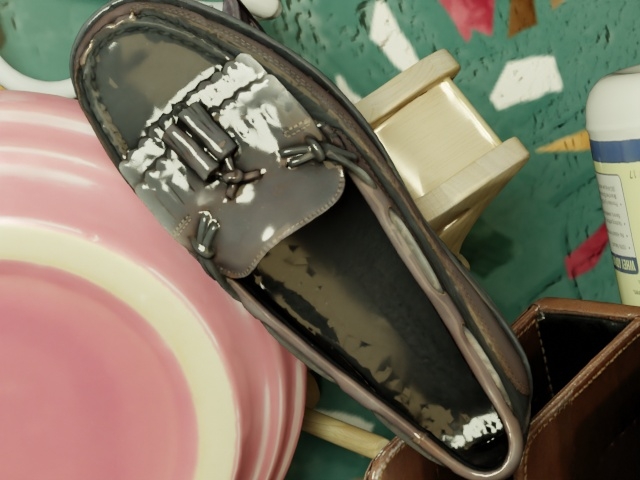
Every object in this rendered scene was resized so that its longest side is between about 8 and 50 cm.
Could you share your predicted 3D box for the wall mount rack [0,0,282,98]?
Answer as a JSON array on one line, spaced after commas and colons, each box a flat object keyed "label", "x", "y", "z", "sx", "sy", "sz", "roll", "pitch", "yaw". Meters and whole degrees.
[{"label": "wall mount rack", "x": -0.141, "y": -0.257, "z": 1.014, "sx": 0.304, "sy": 0.130, "sz": 0.350, "roll": 12, "pitch": 86, "yaw": -39}]

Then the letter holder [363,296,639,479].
[{"label": "letter holder", "x": 0.162, "y": 0.217, "z": 1.061, "sx": 0.214, "sy": 0.152, "sz": 0.302, "roll": -36, "pitch": 121, "yaw": -42}]

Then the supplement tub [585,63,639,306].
[{"label": "supplement tub", "x": 0.308, "y": 0.034, "z": 1.169, "sx": 0.235, "sy": 0.235, "sz": 0.325, "roll": -14, "pitch": 96, "yaw": -21}]

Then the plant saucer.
[{"label": "plant saucer", "x": -0.169, "y": 0.088, "z": 0.987, "sx": 0.332, "sy": 0.084, "sz": 0.332, "roll": -3, "pitch": 114, "yaw": -6}]

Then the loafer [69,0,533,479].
[{"label": "loafer", "x": 0.000, "y": 0.000, "z": 0.902, "sx": 0.109, "sy": 0.095, "sz": 0.302, "roll": -42, "pitch": 104, "yaw": 8}]

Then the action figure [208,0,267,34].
[{"label": "action figure", "x": -0.129, "y": -0.015, "z": 1.050, "sx": 0.285, "sy": 0.099, "sz": 0.185, "roll": -37, "pitch": 131, "yaw": 7}]

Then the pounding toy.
[{"label": "pounding toy", "x": 0.048, "y": 0.028, "z": 1.076, "sx": 0.154, "sy": 0.269, "sz": 0.155, "roll": -27, "pitch": 73, "yaw": -36}]
